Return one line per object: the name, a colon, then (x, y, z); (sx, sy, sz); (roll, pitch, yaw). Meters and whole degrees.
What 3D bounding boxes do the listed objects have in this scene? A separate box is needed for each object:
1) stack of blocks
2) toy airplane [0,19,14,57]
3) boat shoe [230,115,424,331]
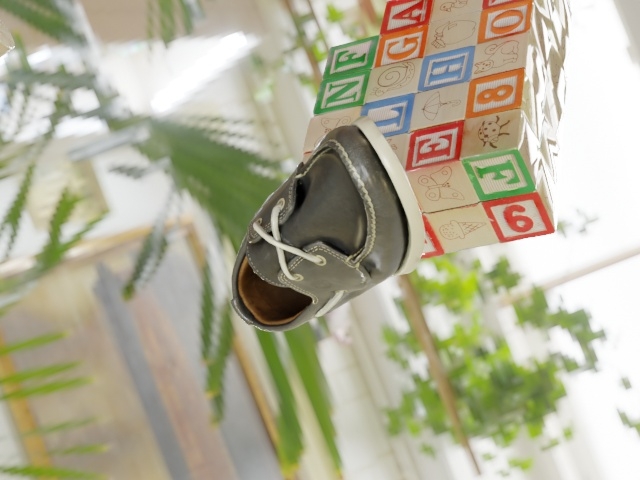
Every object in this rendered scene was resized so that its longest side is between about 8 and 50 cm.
stack of blocks: (0.096, -0.123, 1.300); (0.171, 0.087, 0.297); (-11, -138, 23)
toy airplane: (-0.398, -0.283, 1.322); (0.272, 0.384, 0.386); (-55, -171, -4)
boat shoe: (0.000, 0.000, 0.950); (0.079, 0.084, 0.233); (-26, 171, -19)
